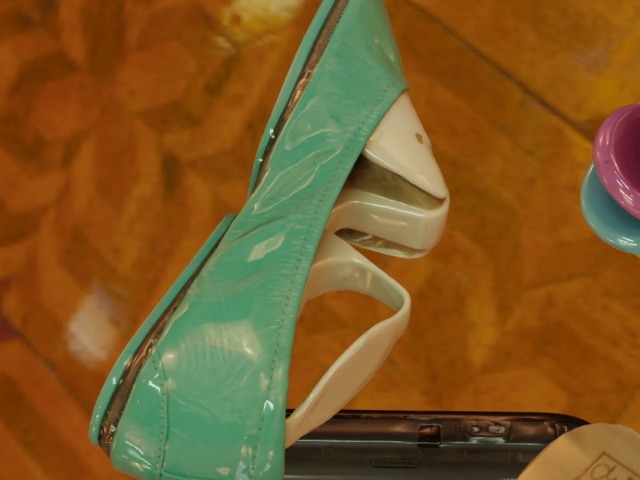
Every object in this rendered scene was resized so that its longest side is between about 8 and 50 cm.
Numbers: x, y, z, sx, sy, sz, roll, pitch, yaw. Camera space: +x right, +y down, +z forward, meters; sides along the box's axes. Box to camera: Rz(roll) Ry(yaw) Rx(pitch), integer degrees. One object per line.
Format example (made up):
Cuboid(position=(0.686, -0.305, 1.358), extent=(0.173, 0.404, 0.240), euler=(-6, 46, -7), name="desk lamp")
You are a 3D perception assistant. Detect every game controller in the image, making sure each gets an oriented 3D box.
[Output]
Cuboid(position=(0.062, 0.195, 1.531), extent=(0.319, 0.166, 0.067), euler=(1, 51, 7), name="game controller")

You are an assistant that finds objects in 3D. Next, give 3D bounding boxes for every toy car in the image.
Cuboid(position=(0.237, -0.047, 1.252), extent=(0.182, 0.136, 0.159), euler=(-40, 48, 46), name="toy car")

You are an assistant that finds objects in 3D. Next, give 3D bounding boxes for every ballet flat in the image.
Cuboid(position=(0.000, 0.000, 0.756), extent=(0.087, 0.247, 0.083), euler=(23, 144, 4), name="ballet flat")

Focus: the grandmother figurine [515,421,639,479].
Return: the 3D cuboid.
Cuboid(position=(0.156, 0.210, 0.736), extent=(0.208, 0.342, 0.104), euler=(-39, 36, -7), name="grandmother figurine")
